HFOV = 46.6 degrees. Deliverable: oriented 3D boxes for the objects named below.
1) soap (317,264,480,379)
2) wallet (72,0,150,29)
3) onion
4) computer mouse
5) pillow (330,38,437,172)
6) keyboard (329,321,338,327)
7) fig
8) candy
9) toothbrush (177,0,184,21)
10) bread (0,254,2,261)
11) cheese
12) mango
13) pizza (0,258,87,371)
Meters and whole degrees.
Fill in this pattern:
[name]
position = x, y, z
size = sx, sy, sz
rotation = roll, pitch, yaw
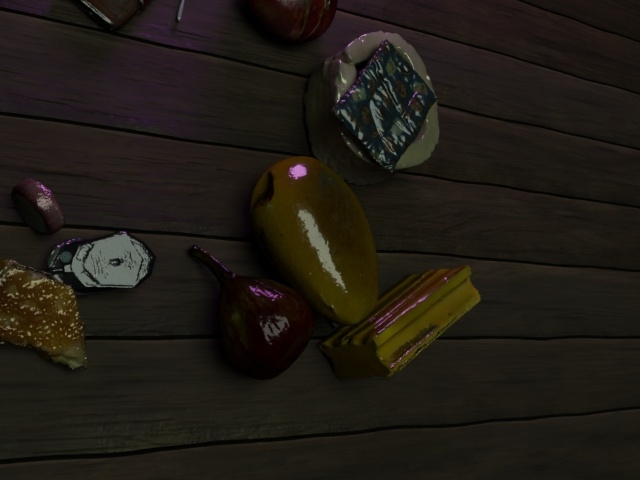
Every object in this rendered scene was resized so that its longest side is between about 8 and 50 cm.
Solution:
[soap]
position = 0.173, 0.171, 1.568
size = 0.324, 0.204, 0.096
rotation = -33, 99, -34
[wallet]
position = -0.390, -0.535, 1.493
size = 0.137, 0.031, 0.255
rotation = 40, 59, -18
[onion]
position = -0.062, -0.561, 1.651
size = 0.248, 0.161, 0.248
rotation = 26, 43, -27
[computer mouse]
position = -0.388, 0.042, 1.320
size = 0.192, 0.062, 0.106
rotation = -6, 81, -28
[pillow]
position = 0.145, -0.291, 1.591
size = 0.189, 0.034, 0.255
rotation = 43, 59, -18
[keyboard]
position = 0.000, 0.101, 1.586
size = 0.055, 0.014, 0.176
rotation = -38, 99, -35
[fig]
position = -0.155, 0.140, 1.397
size = 0.290, 0.190, 0.191
rotation = 31, 61, -4
[candy]
position = -0.479, -0.056, 1.261
size = 0.043, 0.103, 0.103
rotation = -42, 101, -34
[toothbrush]
position = -0.290, -0.533, 1.570
size = 0.017, 0.014, 0.162
rotation = 11, 71, -11
[bread]
position = -0.593, -0.012, 1.196
size = 0.116, 0.077, 0.200
rotation = -16, 87, -43
[cheese]
position = 0.114, -0.305, 1.687
size = 0.292, 0.153, 0.332
rotation = -3, 79, -34
[mango]
position = 0.000, 0.000, 1.479
size = 0.253, 0.182, 0.365
rotation = -8, 63, -49
[pizza]
position = -0.474, 0.121, 1.228
size = 0.226, 0.069, 0.147
rotation = 24, 87, -31
